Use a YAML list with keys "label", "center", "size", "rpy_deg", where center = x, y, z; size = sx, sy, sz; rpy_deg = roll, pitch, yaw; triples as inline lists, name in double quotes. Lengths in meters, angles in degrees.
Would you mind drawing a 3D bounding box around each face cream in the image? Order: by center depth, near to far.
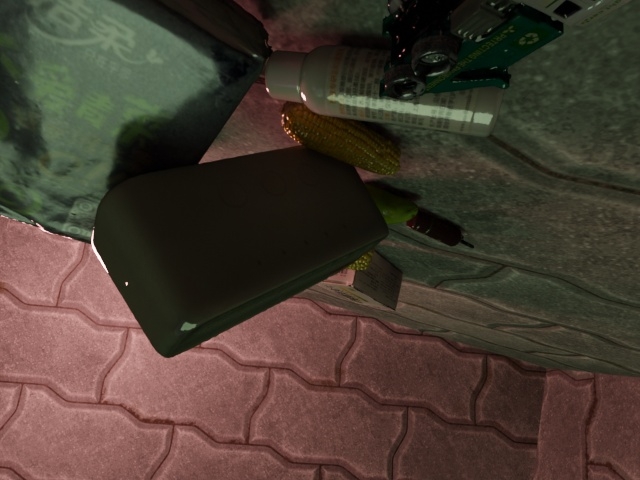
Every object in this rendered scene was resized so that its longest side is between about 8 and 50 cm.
- label: "face cream"
  center: [0.065, -0.177, 0.474]
  size: [0.268, 0.082, 0.082]
  rpy_deg: [13, 165, 14]

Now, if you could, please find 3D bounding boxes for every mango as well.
- label: "mango"
  center: [0.114, -0.067, 0.834]
  size: [0.164, 0.074, 0.091]
  rpy_deg: [12, 163, 13]

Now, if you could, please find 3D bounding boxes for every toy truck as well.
- label: "toy truck"
  center: [0.139, -0.188, 0.324]
  size: [0.116, 0.111, 0.216]
  rpy_deg: [8, 169, -25]

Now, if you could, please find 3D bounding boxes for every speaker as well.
- label: "speaker"
  center: [-0.088, -0.005, 0.610]
  size: [0.406, 0.184, 0.183]
  rpy_deg: [-23, 165, -42]

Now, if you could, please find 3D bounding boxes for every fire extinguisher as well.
- label: "fire extinguisher"
  center: [0.260, -0.024, 0.912]
  size: [0.157, 0.045, 0.078]
  rpy_deg: [21, -167, -21]

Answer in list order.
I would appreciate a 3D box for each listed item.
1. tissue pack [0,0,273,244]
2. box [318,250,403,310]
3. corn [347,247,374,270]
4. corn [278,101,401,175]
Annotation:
- label: "tissue pack"
  center: [-0.283, -0.159, 0.493]
  size: [0.287, 0.124, 0.394]
  rpy_deg: [23, 133, -31]
- label: "box"
  center: [0.125, 0.119, 1.365]
  size: [0.173, 0.145, 0.332]
  rpy_deg: [3, 161, 36]
- label: "corn"
  center: [0.001, -0.004, 1.132]
  size: [0.304, 0.122, 0.123]
  rpy_deg: [18, -167, 2]
- label: "corn"
  center: [0.033, -0.154, 0.617]
  size: [0.206, 0.068, 0.067]
  rpy_deg: [19, 165, -21]
